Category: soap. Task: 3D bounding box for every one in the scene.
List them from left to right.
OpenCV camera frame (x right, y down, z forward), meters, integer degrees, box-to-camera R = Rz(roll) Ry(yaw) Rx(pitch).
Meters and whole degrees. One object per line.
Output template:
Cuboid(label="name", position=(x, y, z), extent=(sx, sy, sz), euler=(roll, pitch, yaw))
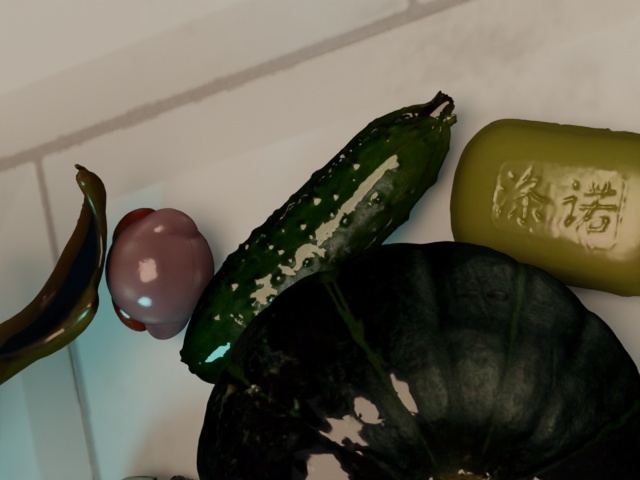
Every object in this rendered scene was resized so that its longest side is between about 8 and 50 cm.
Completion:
Cuboid(label="soap", position=(0.135, -0.019, 0.826), extent=(0.140, 0.045, 0.089), euler=(10, 95, 27))

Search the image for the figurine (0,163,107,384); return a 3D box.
Cuboid(label="figurine", position=(-0.313, 0.142, 0.879), extent=(0.387, 0.268, 0.401), euler=(131, 155, -53))

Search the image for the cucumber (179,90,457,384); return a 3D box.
Cuboid(label="cucumber", position=(0.000, 0.000, 0.883), extent=(0.227, 0.069, 0.069), euler=(-46, 68, 14))

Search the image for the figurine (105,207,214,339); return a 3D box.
Cuboid(label="figurine", position=(-0.099, 0.021, 0.930), extent=(0.071, 0.067, 0.083), euler=(3, 104, 47))

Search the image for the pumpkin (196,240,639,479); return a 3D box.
Cuboid(label="pumpkin", position=(0.058, 0.125, 0.768), extent=(0.250, 0.216, 0.249), euler=(0, 93, -6))

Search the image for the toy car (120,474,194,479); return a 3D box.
Cuboid(label="toy car", position=(-0.062, 0.213, 0.905), extent=(0.205, 0.056, 0.095), euler=(26, 100, 25))
